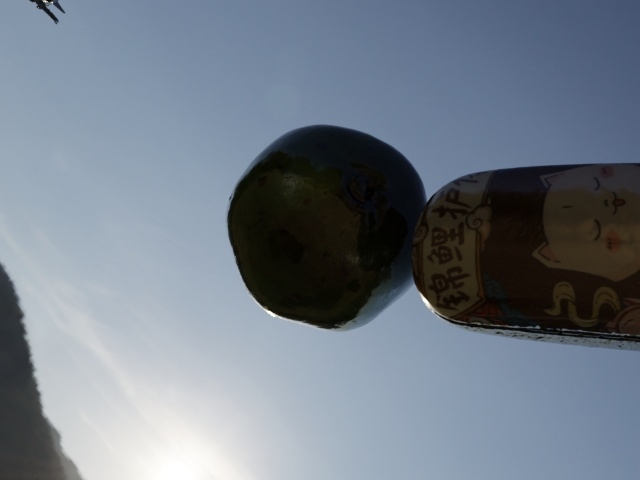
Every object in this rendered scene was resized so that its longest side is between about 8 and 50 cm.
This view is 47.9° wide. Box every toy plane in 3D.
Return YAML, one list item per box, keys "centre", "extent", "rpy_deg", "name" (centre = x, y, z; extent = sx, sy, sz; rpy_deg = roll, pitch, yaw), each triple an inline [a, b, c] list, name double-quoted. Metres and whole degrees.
- centre: [-0.338, -0.297, 0.856]
  extent: [0.031, 0.083, 0.078]
  rpy_deg: [-31, -99, 14]
  name: "toy plane"

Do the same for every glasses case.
- centre: [0.221, 0.011, 0.492]
  extent: [0.321, 0.122, 0.082]
  rpy_deg: [2, -26, 22]
  name: "glasses case"

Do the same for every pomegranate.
- centre: [-0.002, 0.000, 0.666]
  extent: [0.187, 0.187, 0.225]
  rpy_deg: [50, -26, 6]
  name: "pomegranate"
